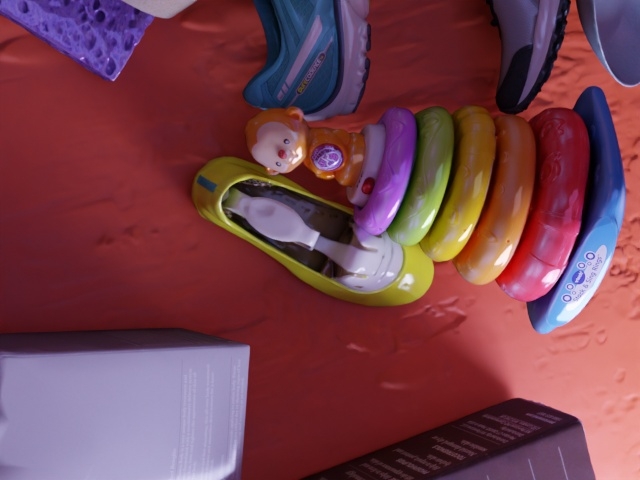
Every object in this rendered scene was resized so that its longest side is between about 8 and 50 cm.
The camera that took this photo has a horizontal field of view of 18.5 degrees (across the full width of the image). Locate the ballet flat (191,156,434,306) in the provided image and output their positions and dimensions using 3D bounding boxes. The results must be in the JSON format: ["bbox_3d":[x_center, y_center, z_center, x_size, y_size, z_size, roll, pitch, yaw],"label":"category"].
[{"bbox_3d":[0.000,0.000,1.617,0.231,0.077,0.077,26,90,-19],"label":"ballet flat"}]

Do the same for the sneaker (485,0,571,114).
[{"bbox_3d":[0.162,-0.242,1.660,0.108,0.100,0.271,3,97,8],"label":"sneaker"}]

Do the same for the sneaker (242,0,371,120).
[{"bbox_3d":[-0.016,-0.234,1.589,0.110,0.107,0.275,0,94,-10],"label":"sneaker"}]

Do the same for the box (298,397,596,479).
[{"bbox_3d":[0.050,0.283,1.621,0.381,0.143,0.191,-20,100,-15],"label":"box"}]

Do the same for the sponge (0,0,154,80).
[{"bbox_3d":[-0.223,-0.228,1.553,0.210,0.031,0.117,32,82,-18],"label":"sponge"}]

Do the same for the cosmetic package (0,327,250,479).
[{"bbox_3d":[-0.176,0.135,1.513,0.238,0.107,0.127,3,95,-38],"label":"cosmetic package"}]

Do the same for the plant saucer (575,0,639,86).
[{"bbox_3d":[0.253,-0.228,1.673,0.195,0.037,0.195,-14,107,-59],"label":"plant saucer"}]

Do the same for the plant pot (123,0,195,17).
[{"bbox_3d":[-0.086,-0.311,1.461,0.256,0.256,0.274,32,104,-18],"label":"plant pot"}]

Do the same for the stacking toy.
[{"bbox_3d":[0.084,-0.052,1.587,0.302,0.165,0.175,14,128,-12],"label":"stacking toy"}]
